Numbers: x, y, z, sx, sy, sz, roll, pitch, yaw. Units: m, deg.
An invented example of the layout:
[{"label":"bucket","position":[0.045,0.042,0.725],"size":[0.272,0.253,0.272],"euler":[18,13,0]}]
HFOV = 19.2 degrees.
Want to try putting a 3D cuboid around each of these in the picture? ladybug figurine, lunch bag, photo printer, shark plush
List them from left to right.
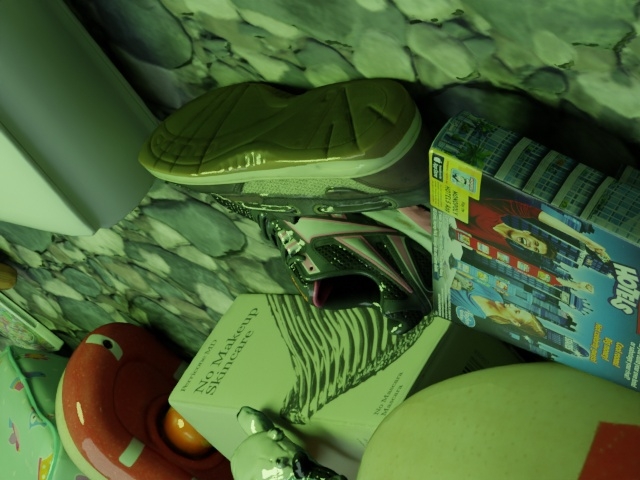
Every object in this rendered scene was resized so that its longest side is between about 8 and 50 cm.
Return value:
[{"label":"photo printer","position":[-0.269,-0.141,1.194],"size":[0.256,0.107,0.307],"euler":[14,152,40]},{"label":"lunch bag","position":[-0.259,0.235,1.756],"size":[0.107,0.224,0.279],"euler":[12,-168,-23]},{"label":"shark plush","position":[-0.013,0.145,1.239],"size":[0.067,0.073,0.161],"euler":[22,158,-19]},{"label":"ladybug figurine","position":[0.224,0.238,1.113],"size":[0.449,0.162,0.305],"euler":[22,132,0]}]

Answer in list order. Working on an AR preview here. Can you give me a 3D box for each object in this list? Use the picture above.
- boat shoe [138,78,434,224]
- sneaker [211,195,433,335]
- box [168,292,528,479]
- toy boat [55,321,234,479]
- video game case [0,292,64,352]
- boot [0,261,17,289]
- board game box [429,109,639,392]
[{"label":"boat shoe","position":[-0.018,-0.044,1.090],"size":[0.223,0.080,0.073],"euler":[-1,136,48]},{"label":"sneaker","position":[0.000,0.000,1.161],"size":[0.178,0.077,0.072],"euler":[22,155,28]},{"label":"box","position":[0.018,0.106,1.322],"size":[0.094,0.113,0.275],"euler":[45,155,-26]},{"label":"toy boat","position":[-0.106,0.150,1.595],"size":[0.231,0.151,0.151],"euler":[34,129,-4]},{"label":"video game case","position":[-0.312,0.070,1.844],"size":[0.122,0.011,0.087],"euler":[40,158,-17]},{"label":"boot","position":[-0.384,0.020,1.602],"size":[0.280,0.096,0.264],"euler":[16,168,-39]},{"label":"board game box","position":[0.156,0.018,1.004],"size":[0.194,0.060,0.194],"euler":[26,157,16]}]
